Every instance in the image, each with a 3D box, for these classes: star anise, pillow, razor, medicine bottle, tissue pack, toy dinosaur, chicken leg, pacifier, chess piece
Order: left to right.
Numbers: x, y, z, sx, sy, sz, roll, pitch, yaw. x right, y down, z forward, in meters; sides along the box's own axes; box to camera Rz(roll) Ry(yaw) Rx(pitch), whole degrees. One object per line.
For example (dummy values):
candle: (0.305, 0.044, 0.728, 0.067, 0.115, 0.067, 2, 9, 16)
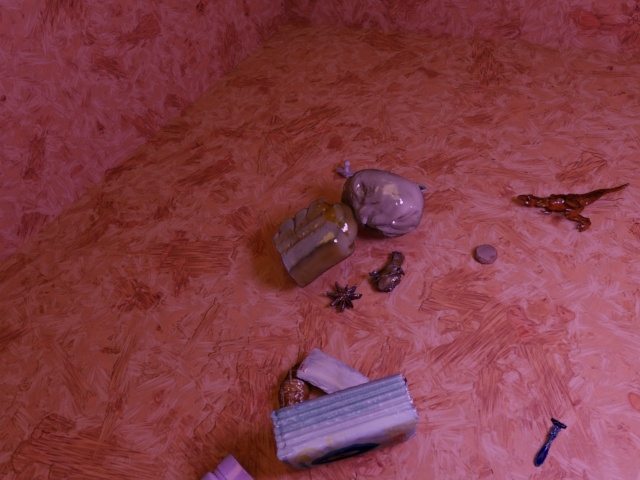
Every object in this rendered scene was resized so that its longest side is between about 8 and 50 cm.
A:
medicine bottle: (-0.310, 0.752, 1.330, 0.152, 0.152, 0.254, 29, 61, 33)
pillow: (0.043, 0.454, 1.551, 0.229, 0.050, 0.128, 26, 48, 12)
star anise: (0.088, 0.218, 1.781, 0.141, 0.042, 0.141, -5, 48, 5)
tissue pack: (0.075, 0.528, 1.342, 0.388, 0.287, 0.162, -16, 59, -1)
pacifier: (0.128, -0.349, 2.254, 0.082, 0.078, 0.099, -26, 44, -38)
chicken leg: (0.276, 0.115, 1.807, 0.125, 0.080, 0.196, 21, 55, 44)
chess piece: (0.638, 0.053, 1.799, 0.084, 0.038, 0.083, -5, 48, 6)
razor: (0.653, 0.577, 1.336, 0.044, 0.028, 0.154, 29, 60, 32)
toy dinosaur: (1.015, -0.136, 1.842, 0.433, 0.097, 0.208, -1, 39, 8)

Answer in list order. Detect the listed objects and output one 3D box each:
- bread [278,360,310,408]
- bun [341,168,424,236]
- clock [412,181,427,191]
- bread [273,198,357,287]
bread: (-0.088, 0.499, 1.554, 0.105, 0.076, 0.233, 0, 48, 12)
bun: (0.244, -0.132, 1.879, 0.362, 0.326, 0.234, 12, 74, 40)
clock: (0.349, -0.226, 2.057, 0.237, 0.053, 0.236, 6, 20, -2)
bread: (0.000, 0.000, 1.851, 0.341, 0.210, 0.300, -39, 42, 3)
